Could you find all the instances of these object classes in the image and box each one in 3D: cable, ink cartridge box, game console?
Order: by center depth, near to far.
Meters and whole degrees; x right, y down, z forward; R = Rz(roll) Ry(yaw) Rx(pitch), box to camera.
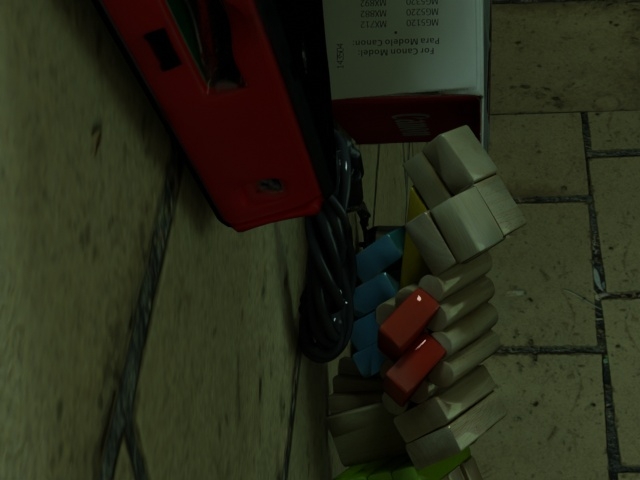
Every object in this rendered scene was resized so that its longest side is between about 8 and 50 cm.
[{"bbox_3d":[-0.049,-0.208,0.640,0.386,0.060,0.342,70,14,-72],"label":"game console"},{"bbox_3d":[0.000,0.000,1.036,0.184,0.047,0.150,79,16,-76],"label":"cable"},{"bbox_3d":[0.074,-0.160,1.296,0.309,0.130,0.271,25,64,-82],"label":"ink cartridge box"}]

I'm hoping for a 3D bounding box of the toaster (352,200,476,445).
[{"bbox_3d":[0.091,0.084,1.476,0.185,0.110,0.168,80,10,-51],"label":"toaster"}]

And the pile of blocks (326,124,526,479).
[{"bbox_3d":[0.054,0.101,1.132,0.113,0.149,0.362,-24,118,-58],"label":"pile of blocks"}]
